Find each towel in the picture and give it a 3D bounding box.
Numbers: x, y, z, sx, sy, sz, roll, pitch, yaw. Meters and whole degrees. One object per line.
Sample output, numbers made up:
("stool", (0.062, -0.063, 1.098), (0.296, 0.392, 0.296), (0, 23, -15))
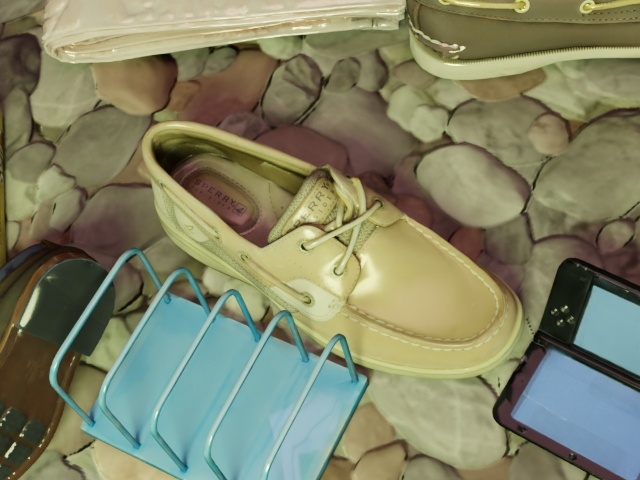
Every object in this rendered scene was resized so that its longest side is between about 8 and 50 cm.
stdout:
("towel", (-0.081, -0.312, 0.970), (0.317, 0.053, 0.331), (-3, 61, 6))

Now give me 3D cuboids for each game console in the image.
("game console", (0.188, 0.088, 0.691), (0.122, 0.107, 0.071), (27, 40, 23))

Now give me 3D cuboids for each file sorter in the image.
("file sorter", (-0.074, 0.093, 0.710), (0.170, 0.104, 0.118), (21, 66, 20))

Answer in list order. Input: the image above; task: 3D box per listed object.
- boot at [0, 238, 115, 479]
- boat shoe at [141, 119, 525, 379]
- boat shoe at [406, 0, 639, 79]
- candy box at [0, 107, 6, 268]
("boot", (-0.229, 0.096, 0.765), (0.219, 0.082, 0.106), (-55, 29, -2))
("boat shoe", (0.000, 0.000, 0.753), (0.302, 0.098, 0.109), (27, 68, 22))
("boat shoe", (0.227, -0.210, 0.836), (0.324, 0.096, 0.116), (-10, 59, 4))
("candy box", (-0.413, -0.019, 0.837), (0.317, 0.087, 0.183), (-12, 59, 2))
